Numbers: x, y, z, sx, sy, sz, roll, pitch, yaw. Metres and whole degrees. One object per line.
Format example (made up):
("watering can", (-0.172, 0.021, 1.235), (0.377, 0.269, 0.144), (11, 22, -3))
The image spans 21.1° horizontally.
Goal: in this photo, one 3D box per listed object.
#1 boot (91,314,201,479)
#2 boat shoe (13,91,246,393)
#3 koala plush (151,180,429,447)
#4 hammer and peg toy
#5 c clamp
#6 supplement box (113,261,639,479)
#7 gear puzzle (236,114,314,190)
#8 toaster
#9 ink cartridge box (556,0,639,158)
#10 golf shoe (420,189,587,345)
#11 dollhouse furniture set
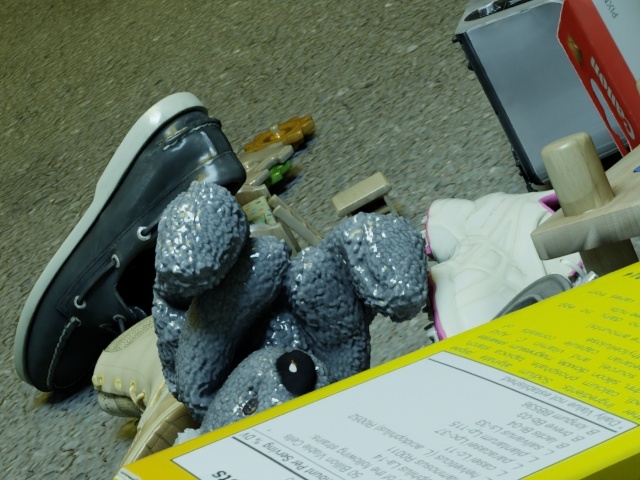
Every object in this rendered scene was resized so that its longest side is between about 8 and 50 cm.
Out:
("boot", (-0.127, 0.144, 1.390), (0.203, 0.095, 0.262), (-10, 40, 51))
("boat shoe", (-0.164, 0.032, 1.548), (0.340, 0.113, 0.127), (-56, -20, 23))
("koala plush", (-0.030, 0.111, 1.174), (0.196, 0.203, 0.221), (8, 44, -15))
("hammer and peg toy", (0.269, -0.047, 1.161), (0.266, 0.127, 0.361), (-17, 10, 37))
("c clamp", (0.114, 0.071, 1.075), (0.160, 0.022, 0.137), (-44, 14, 9))
("supplement box", (0.114, 0.158, 0.835), (0.356, 0.195, 0.194), (-19, 18, -25))
("gear puzzle", (-0.116, -0.038, 1.823), (0.175, 0.044, 0.339), (-9, 27, 42))
("toaster", (0.205, -0.146, 1.509), (0.110, 0.186, 0.168), (-23, 15, 21))
("ink cartridge box", (0.265, -0.152, 1.425), (0.066, 0.189, 0.232), (-26, 23, 20))
("golf shoe", (0.149, 0.042, 1.262), (0.140, 0.115, 0.306), (-17, 28, 11))
("dollhouse furniture set", (0.000, 0.000, 1.524), (0.161, 0.101, 0.182), (-29, 23, 1))
